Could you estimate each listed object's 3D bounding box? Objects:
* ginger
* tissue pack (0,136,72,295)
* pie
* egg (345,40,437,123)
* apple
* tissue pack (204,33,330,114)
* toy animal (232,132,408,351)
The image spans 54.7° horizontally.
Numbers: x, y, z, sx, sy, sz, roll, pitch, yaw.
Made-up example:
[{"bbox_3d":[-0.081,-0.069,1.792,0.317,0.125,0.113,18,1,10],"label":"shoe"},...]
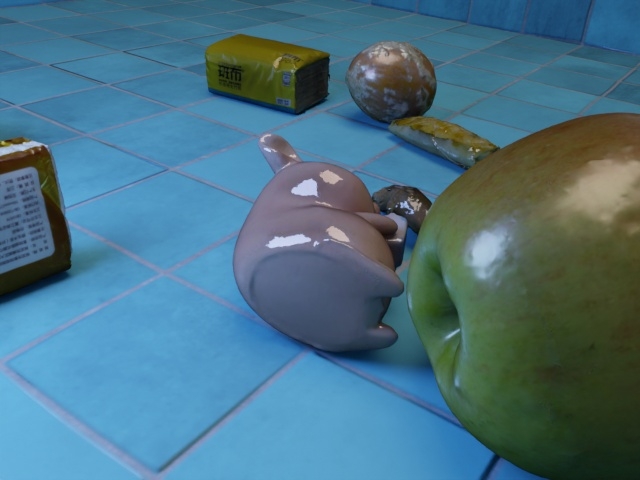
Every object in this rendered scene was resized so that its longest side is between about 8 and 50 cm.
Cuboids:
[{"bbox_3d":[0.191,-0.030,0.970,0.122,0.084,0.290,-29,43,-34],"label":"ginger"},{"bbox_3d":[-0.427,-0.012,0.744,0.092,0.183,0.226,21,33,33],"label":"tissue pack"},{"bbox_3d":[0.266,-0.220,1.333,0.128,0.068,0.282,-15,32,-33],"label":"pie"},{"bbox_3d":[0.166,-0.371,1.457,0.233,0.195,0.195,-4,29,-37],"label":"egg"},{"bbox_3d":[0.239,0.057,0.601,0.304,0.339,0.338,-20,36,-11],"label":"apple"},{"bbox_3d":[-0.131,-0.427,1.562,0.270,0.134,0.192,18,33,21],"label":"tissue pack"},{"bbox_3d":[0.002,-0.002,0.777,0.212,0.195,0.256,3,32,8],"label":"toy animal"}]
